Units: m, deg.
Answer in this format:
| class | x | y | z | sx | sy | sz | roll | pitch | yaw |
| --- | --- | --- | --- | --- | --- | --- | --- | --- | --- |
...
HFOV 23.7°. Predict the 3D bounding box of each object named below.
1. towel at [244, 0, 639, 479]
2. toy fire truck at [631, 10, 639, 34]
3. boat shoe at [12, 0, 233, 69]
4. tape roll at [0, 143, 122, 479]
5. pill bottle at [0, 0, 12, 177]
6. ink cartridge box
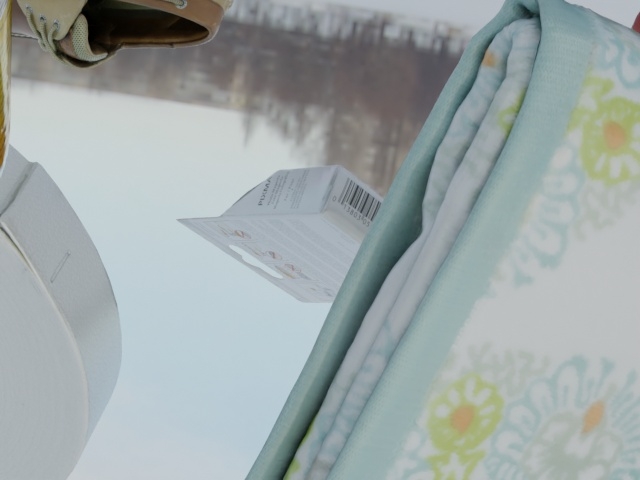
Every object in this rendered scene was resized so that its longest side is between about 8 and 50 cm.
| class | x | y | z | sx | sy | sz | roll | pitch | yaw |
| --- | --- | --- | --- | --- | --- | --- | --- | --- | --- |
| towel | 0.149 | 0.089 | 0.839 | 0.320 | 0.374 | 0.090 | 21 | -167 | -29 |
| toy fire truck | 0.327 | -0.175 | 0.916 | 0.254 | 0.302 | 0.169 | 32 | -163 | -50 |
| boat shoe | -0.239 | -0.238 | 1.519 | 0.324 | 0.120 | 0.122 | -4 | 151 | 20 |
| tape roll | -0.328 | 0.045 | 1.047 | 0.392 | 0.392 | 0.072 | 11 | -140 | 9 |
| pill bottle | -0.206 | -0.075 | 0.675 | 0.136 | 0.136 | 0.245 | 8 | 147 | -7 |
| ink cartridge box | 0.000 | 0.000 | 1.472 | 0.189 | 0.066 | 0.232 | 35 | 163 | -33 |
